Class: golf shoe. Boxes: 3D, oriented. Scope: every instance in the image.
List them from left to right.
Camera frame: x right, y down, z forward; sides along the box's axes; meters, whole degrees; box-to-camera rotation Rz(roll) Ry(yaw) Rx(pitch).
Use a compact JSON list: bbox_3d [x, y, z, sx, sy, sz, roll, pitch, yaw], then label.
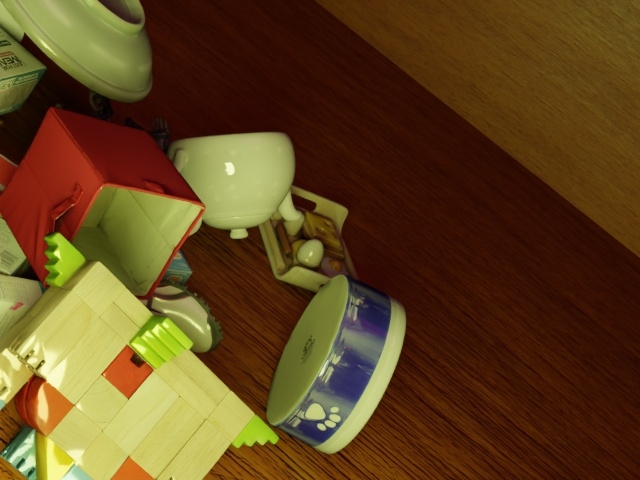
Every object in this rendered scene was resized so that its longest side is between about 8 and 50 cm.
[{"bbox_3d":[-0.282,0.105,1.820,0.272,0.105,0.120,32,39,5],"label":"golf shoe"}]

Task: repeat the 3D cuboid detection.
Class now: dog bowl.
[{"bbox_3d":[0.022,0.189,1.840,0.104,0.265,0.265,28,27,-13],"label":"dog bowl"}]

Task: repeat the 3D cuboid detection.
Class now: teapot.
[{"bbox_3d":[-0.162,-0.096,2.141,0.255,0.187,0.252,-4,2,-3],"label":"teapot"}]

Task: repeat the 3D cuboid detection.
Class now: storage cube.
[{"bbox_3d":[-0.318,-0.052,1.694,0.215,0.184,0.193,11,30,-46],"label":"storage cube"}]

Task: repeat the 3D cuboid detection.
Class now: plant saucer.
[{"bbox_3d":[-0.415,-0.426,2.070,0.400,0.100,0.400,46,19,-20],"label":"plant saucer"}]

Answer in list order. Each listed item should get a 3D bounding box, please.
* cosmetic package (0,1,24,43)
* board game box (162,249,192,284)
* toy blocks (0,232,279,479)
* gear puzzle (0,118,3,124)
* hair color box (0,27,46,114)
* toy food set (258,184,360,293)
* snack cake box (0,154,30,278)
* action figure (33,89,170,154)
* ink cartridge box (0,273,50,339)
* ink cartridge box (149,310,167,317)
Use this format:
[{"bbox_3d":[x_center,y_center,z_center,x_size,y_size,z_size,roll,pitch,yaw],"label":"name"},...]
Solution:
[{"bbox_3d":[-0.610,-0.492,2.258,0.156,0.217,0.385,29,25,-19],"label":"cosmetic package"},{"bbox_3d":[-0.328,-0.016,2.009,0.160,0.039,0.211,9,36,-45],"label":"board game box"},{"bbox_3d":[-0.273,0.215,1.451,0.381,0.261,0.190,47,-20,-21],"label":"toy blocks"},{"bbox_3d":[-0.694,-0.284,2.009,0.338,0.044,0.175,31,24,-19],"label":"gear puzzle"},{"bbox_3d":[-0.655,-0.354,2.000,0.347,0.105,0.174,40,23,3],"label":"hair color box"},{"bbox_3d":[0.000,0.000,2.329,0.219,0.092,0.306,20,30,-29],"label":"toy food set"},{"bbox_3d":[-0.489,-0.016,1.752,0.152,0.089,0.264,33,26,-5],"label":"snack cake box"},{"bbox_3d":[-0.401,-0.194,2.093,0.275,0.164,0.141,15,41,-55],"label":"action figure"},{"bbox_3d":[-0.446,0.100,1.591,0.181,0.104,0.062,14,33,-39],"label":"ink cartridge box"},{"bbox_3d":[-0.281,0.188,1.666,0.158,0.092,0.218,19,29,-33],"label":"ink cartridge box"}]
